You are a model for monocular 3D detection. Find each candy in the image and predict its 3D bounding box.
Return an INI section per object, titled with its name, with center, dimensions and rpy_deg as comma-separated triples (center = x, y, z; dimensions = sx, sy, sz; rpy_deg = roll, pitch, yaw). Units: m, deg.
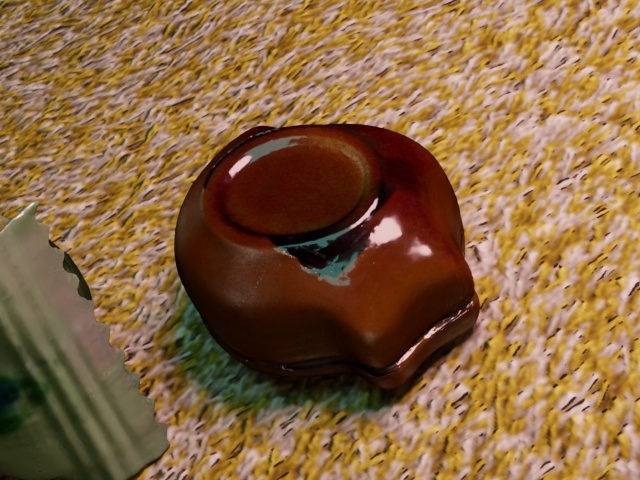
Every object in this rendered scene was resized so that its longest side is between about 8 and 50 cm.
[candy]
center = -0.320, 0.042, 1.570
dimensions = 0.172, 0.263, 0.398
rpy_deg = -36, 40, -24

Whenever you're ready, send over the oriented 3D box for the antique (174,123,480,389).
[antique]
center = 0.000, 0.000, 1.532
dimensions = 0.223, 0.129, 0.278
rpy_deg = -35, 42, -11
